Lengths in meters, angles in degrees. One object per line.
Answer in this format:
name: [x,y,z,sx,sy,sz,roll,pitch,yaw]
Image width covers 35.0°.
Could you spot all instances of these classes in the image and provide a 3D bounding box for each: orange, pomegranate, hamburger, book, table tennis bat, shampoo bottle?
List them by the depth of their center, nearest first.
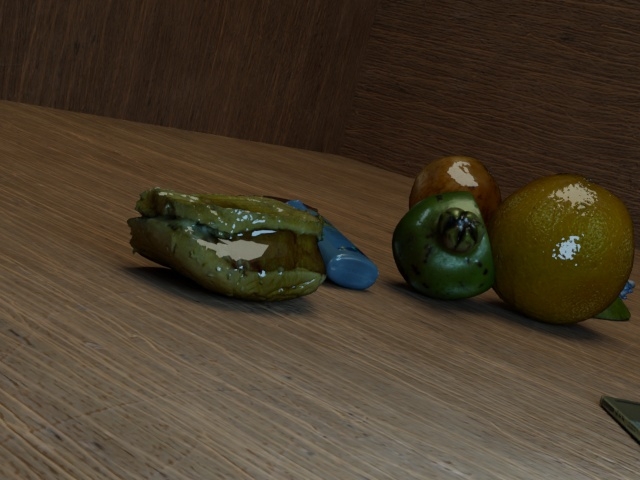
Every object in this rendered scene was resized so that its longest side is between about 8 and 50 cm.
book: [0.442,0.242,1.252,0.138,0.016,0.198,14,9,-6]
hamburger: [-0.104,0.010,1.442,0.309,0.132,0.211,6,12,-40]
pomegranate: [0.213,0.020,1.762,0.159,0.190,0.241,-14,15,-6]
shampoo bottle: [0.000,0.000,1.766,0.104,0.061,0.258,18,15,-34]
orange: [0.427,0.013,1.817,0.274,0.274,0.274,14,9,-2]
table tennis bat: [-0.058,-0.080,2.444,0.131,0.022,0.234,11,8,-26]
pomegranate: [0.323,-0.088,2.454,0.248,0.248,0.248,14,9,-2]

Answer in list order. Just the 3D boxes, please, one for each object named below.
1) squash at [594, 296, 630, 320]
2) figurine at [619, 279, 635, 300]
squash: [0.530,0.135,2.046,0.252,0.169,0.093,48,-5,-28]
figurine: [0.635,0.108,2.248,0.114,0.079,0.114,-20,-4,-1]
